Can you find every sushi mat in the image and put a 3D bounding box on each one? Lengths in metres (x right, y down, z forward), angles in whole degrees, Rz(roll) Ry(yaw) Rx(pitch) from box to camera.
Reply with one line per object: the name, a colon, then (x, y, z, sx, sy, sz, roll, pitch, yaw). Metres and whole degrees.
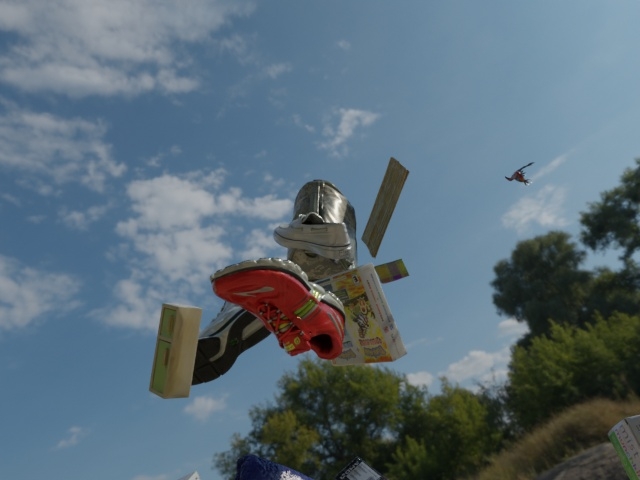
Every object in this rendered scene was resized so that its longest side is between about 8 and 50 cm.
sushi mat: (0.206, -0.108, 1.649, 0.019, 0.151, 0.316, 11, -65, -16)

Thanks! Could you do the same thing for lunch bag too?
lunch bag: (0.000, 0.000, 1.497, 0.213, 0.305, 0.256, -6, -45, 9)

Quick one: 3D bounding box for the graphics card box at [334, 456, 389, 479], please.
graphics card box: (0.193, 0.679, 1.178, 0.094, 0.232, 0.371, -36, 11, -21)

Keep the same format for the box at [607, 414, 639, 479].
box: (0.657, 0.406, 0.825, 0.231, 0.261, 0.126, -16, -35, 4)

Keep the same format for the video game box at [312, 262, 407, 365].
video game box: (0.062, 0.156, 1.022, 0.048, 0.187, 0.205, -22, -2, -36)

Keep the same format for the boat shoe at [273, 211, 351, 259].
boat shoe: (-0.017, -0.022, 1.032, 0.083, 0.226, 0.075, -13, -72, -40)

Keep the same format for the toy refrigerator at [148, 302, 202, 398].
toy refrigerator: (-0.442, 0.330, 1.531, 0.094, 0.269, 0.102, 13, -7, -44)

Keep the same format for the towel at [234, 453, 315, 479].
towel: (-0.020, 0.512, 0.850, 0.308, 0.227, 0.076, 31, -68, -15)

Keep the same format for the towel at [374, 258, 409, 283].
towel: (0.190, 0.083, 1.363, 0.083, 0.009, 0.060, -19, -67, 21)

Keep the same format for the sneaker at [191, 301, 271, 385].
sneaker: (-0.372, 0.353, 1.889, 0.448, 0.257, 0.169, -32, -71, -3)

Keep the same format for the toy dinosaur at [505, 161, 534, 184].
toy dinosaur: (0.460, -0.145, 1.178, 0.090, 0.047, 0.082, -18, -12, 42)

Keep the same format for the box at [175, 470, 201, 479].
box: (-0.346, 0.645, 1.181, 0.171, 0.130, 0.091, -30, -3, 15)

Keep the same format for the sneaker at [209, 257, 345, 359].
sneaker: (-0.048, 0.115, 0.779, 0.107, 0.118, 0.279, -28, -40, 31)
